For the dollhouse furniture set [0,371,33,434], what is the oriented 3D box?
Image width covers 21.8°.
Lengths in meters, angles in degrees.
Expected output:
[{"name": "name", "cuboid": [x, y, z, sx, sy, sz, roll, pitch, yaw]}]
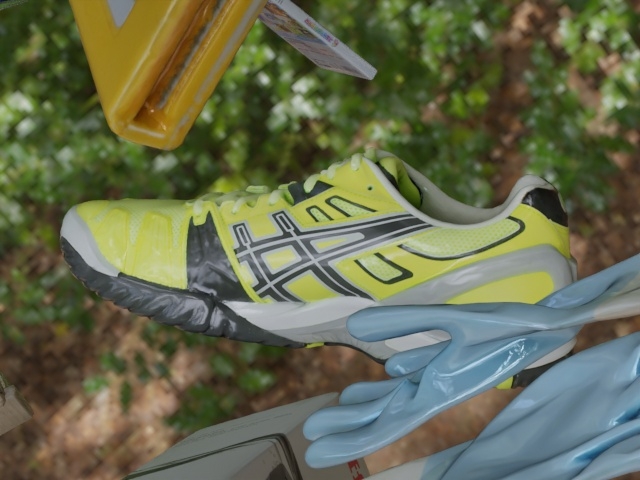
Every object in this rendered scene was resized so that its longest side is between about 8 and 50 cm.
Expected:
[{"name": "dollhouse furniture set", "cuboid": [-0.392, 0.174, 1.248, 0.303, 0.355, 0.173, -30, 57, -3]}]

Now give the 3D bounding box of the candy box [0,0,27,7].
[{"name": "candy box", "cuboid": [-0.183, -0.177, 0.456, 0.122, 0.268, 0.317, -13, 9, 2]}]

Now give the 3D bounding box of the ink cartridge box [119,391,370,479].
[{"name": "ink cartridge box", "cuboid": [-0.069, 0.319, 1.374, 0.166, 0.285, 0.395, -19, 3, 22]}]

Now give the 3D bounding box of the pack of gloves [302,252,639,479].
[{"name": "pack of gloves", "cuboid": [0.055, 0.036, 0.526, 0.232, 0.046, 0.195, -28, 8, 31]}]

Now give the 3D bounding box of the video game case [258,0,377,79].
[{"name": "video game case", "cuboid": [-0.019, -0.171, 1.336, 0.011, 0.122, 0.087, -58, 31, -5]}]

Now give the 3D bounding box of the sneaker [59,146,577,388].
[{"name": "sneaker", "cuboid": [0.000, 0.000, 1.207, 0.385, 0.147, 0.145, 8, 12, 10]}]

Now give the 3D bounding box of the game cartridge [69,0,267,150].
[{"name": "game cartridge", "cuboid": [-0.069, -0.252, 0.907, 0.285, 0.053, 0.323, -56, 37, 26]}]
